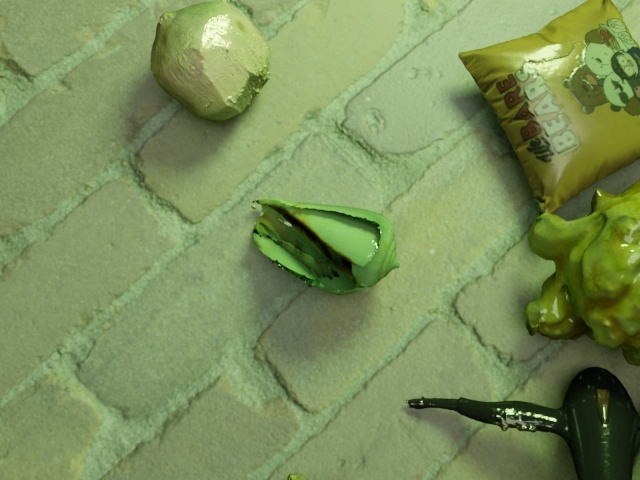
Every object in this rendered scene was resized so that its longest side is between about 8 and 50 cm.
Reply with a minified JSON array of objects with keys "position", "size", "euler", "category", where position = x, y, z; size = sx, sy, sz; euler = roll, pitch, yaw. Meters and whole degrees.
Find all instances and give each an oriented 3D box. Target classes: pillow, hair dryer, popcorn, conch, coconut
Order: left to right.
[{"position":[-0.184,-0.296,1.147],"size":[0.195,0.194,0.194],"euler":[0,82,-2],"category":"coconut"},{"position":[0.001,0.010,1.127],"size":[0.251,0.137,0.143],"euler":[9,82,-1],"category":"conch"},{"position":[0.298,0.298,1.080],"size":[0.360,0.303,0.120],"euler":[4,124,19],"category":"hair dryer"},{"position":[0.429,-0.239,1.191],"size":[0.312,0.119,0.310],"euler":[-26,87,-7],"category":"pillow"},{"position":[0.501,0.048,1.081],"size":[0.336,0.279,0.274],"euler":[-29,103,-18],"category":"popcorn"}]

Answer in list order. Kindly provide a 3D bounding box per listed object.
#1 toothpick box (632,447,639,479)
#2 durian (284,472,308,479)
[{"position":[0.661,0.404,0.958],"size":[0.425,0.409,0.409],"euler":[38,82,5],"category":"toothpick box"},{"position":[0.042,0.482,1.060],"size":[0.306,0.172,0.166],"euler":[43,58,12],"category":"durian"}]
